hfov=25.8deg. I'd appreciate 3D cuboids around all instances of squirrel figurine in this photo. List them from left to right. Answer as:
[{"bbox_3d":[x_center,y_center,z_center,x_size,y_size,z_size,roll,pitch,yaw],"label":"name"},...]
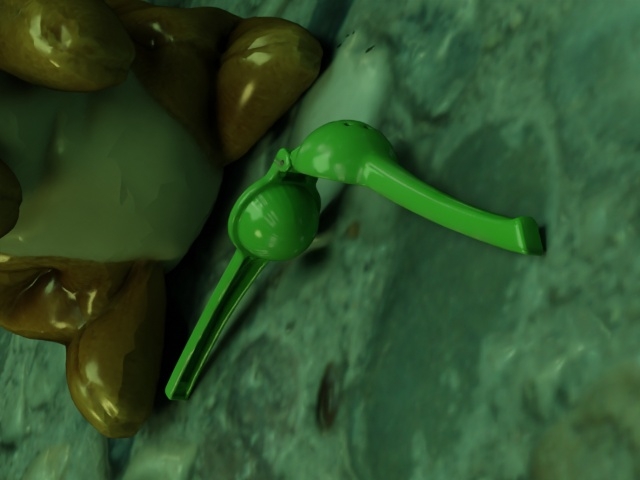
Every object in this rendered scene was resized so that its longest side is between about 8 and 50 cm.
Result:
[{"bbox_3d":[-0.258,-0.116,0.907,0.281,0.370,0.397,-60,31,9],"label":"squirrel figurine"}]

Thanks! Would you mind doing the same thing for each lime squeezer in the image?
[{"bbox_3d":[0.000,0.000,0.769,0.310,0.059,0.110,-27,82,46],"label":"lime squeezer"}]
